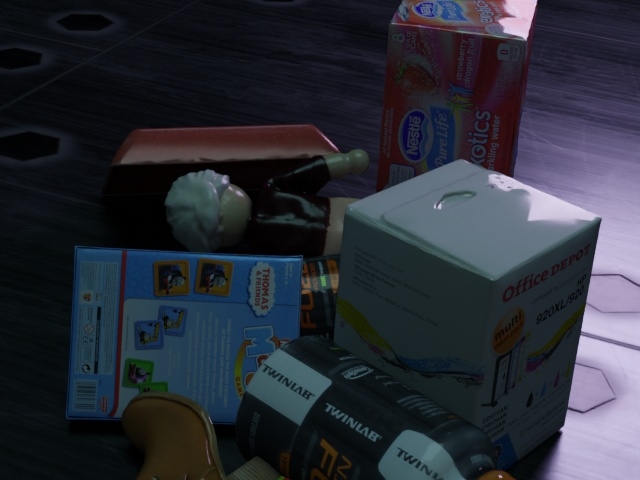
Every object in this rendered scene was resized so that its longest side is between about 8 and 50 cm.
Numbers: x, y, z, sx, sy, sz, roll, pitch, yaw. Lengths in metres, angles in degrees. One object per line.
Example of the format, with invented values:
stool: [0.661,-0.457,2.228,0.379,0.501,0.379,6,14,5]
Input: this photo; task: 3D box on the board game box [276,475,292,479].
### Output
board game box: [0.035,0.256,0.962,0.181,0.092,0.043,18,32,24]

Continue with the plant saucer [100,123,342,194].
plant saucer: [-0.125,-0.095,1.504,0.258,0.048,0.259,-3,-5,-12]

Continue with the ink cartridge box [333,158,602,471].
ink cartridge box: [0.127,0.074,1.164,0.168,0.233,0.171,26,36,35]

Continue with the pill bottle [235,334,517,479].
pill bottle: [0.055,0.184,1.058,0.245,0.130,0.130,27,36,37]

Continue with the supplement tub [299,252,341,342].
supplement tub: [-0.039,0.074,1.268,0.198,0.106,0.106,-9,29,-4]

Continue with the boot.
boot: [-0.140,0.205,1.060,0.197,0.073,0.152,24,38,37]

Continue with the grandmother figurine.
grandmother figurine: [0.000,0.000,1.370,0.342,0.104,0.208,13,63,-4]

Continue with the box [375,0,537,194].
box: [0.150,-0.122,1.462,0.154,0.300,0.142,8,30,10]

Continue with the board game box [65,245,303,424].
board game box: [-0.125,0.089,1.190,0.211,0.160,0.039,3,-4,-2]
